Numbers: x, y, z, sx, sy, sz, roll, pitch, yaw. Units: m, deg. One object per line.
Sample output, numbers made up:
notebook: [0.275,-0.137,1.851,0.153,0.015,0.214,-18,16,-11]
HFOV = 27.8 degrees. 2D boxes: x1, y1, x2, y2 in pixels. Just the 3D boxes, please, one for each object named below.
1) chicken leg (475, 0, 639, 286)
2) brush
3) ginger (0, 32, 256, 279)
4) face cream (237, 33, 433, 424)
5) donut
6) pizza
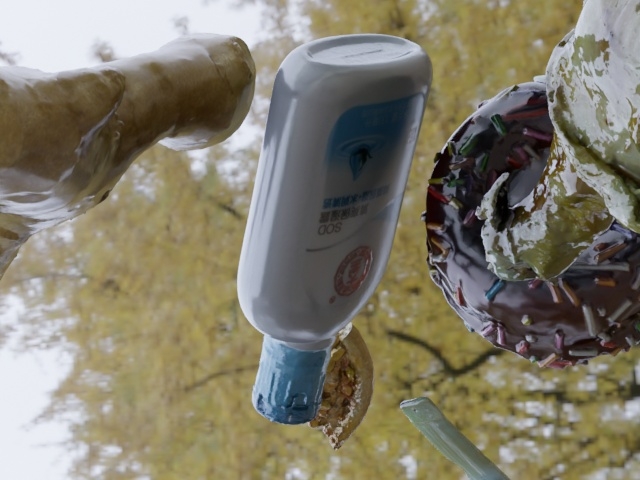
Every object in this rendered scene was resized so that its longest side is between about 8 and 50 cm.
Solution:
chicken leg: [0.142,-0.044,0.618,0.088,0.228,0.103,-24,-120,-41]
brush: [0.128,0.194,1.066,0.178,0.033,0.030,45,-127,-20]
ginger: [-0.166,-0.074,0.907,0.363,0.348,0.122,-29,-94,-20]
face cream: [0.000,0.000,1.067,0.163,0.080,0.337,-17,-52,-46]
donut: [0.185,-0.025,0.974,0.089,0.235,0.235,50,-132,-58]
pizza: [-0.003,0.161,1.449,0.130,0.178,0.041,15,-148,-9]
